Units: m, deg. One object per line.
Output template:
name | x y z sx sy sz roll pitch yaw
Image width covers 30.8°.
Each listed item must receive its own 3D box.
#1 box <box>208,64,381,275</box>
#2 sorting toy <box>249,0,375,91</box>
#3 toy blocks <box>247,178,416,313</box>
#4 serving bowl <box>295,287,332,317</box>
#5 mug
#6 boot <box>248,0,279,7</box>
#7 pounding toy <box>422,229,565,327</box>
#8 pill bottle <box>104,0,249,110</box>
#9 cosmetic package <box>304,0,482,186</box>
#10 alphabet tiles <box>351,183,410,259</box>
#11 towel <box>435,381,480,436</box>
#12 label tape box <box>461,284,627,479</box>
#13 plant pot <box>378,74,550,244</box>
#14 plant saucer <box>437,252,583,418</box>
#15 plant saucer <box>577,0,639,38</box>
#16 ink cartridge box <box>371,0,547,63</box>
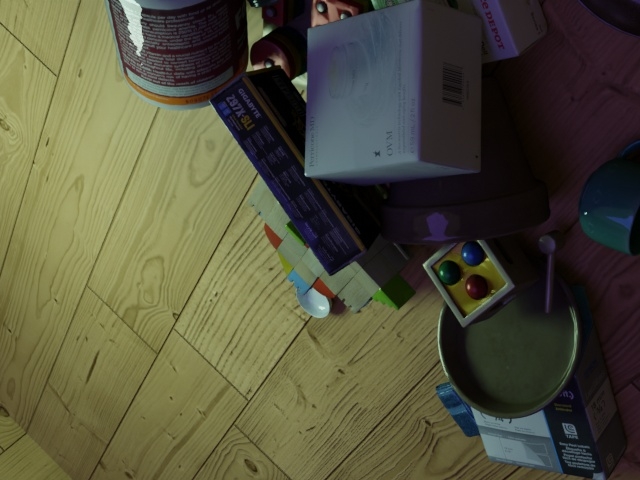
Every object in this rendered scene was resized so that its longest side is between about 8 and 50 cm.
box | -0.027 -0.119 1.824 0.079 0.257 0.322 -34 93 13
sorting toy | -0.006 -0.332 1.910 0.257 0.089 0.255 27 136 25
toy blocks | 0.000 0.000 2.129 0.381 0.191 0.261 46 152 5
serving bowl | -0.008 0.112 2.314 0.083 0.027 0.083 25 136 27
mug | 0.442 -0.064 1.694 0.097 0.158 0.129 23 158 32
boot | -0.032 -0.509 1.695 0.338 0.118 0.223 -32 116 26
pounding toy | 0.294 0.051 1.862 0.206 0.094 0.181 -44 70 36
pill bottle | -0.229 -0.400 1.823 0.224 0.224 0.392 36 157 16
cosmetic package | 0.100 -0.203 1.653 0.224 0.138 0.224 -6 81 46
alphabet tiles | 0.069 -0.100 1.915 0.009 0.198 0.237 -33 120 16
towel | 0.270 0.323 2.223 0.119 0.029 0.067 55 141 -7
label tape box | 0.368 0.239 2.006 0.240 0.106 0.334 1 122 42
plant pot | 0.208 -0.130 1.781 0.263 0.263 0.229 -1 102 43
plant saucer | 0.318 0.158 1.938 0.278 0.041 0.278 -7 79 40
plant saucer | 0.434 -0.405 1.476 0.310 0.050 0.310 25 136 27
ink cartridge box | 0.200 -0.340 1.709 0.219 0.092 0.160 -6 117 46
